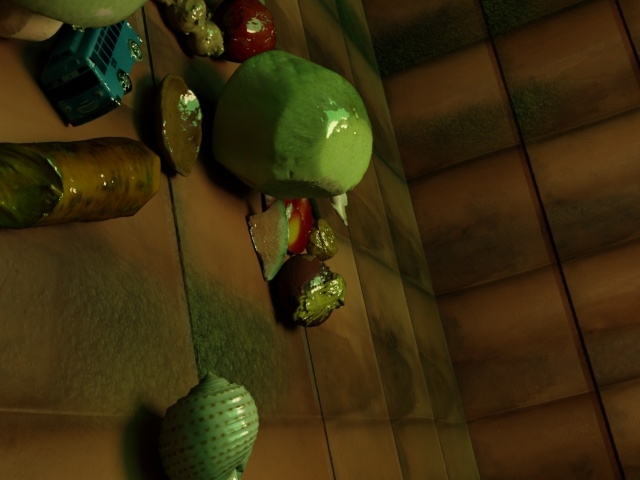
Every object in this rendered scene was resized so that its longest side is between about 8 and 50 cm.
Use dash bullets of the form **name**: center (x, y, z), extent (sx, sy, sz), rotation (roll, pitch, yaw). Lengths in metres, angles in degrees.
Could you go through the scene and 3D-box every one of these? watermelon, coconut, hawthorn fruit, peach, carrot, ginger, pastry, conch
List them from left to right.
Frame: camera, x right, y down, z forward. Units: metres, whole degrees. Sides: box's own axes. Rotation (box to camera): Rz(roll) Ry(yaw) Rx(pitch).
- **coconut**: center (-0.372, -0.309, 1.024), extent (0.124, 0.110, 0.110), rotation (-30, 102, -67)
- **carrot**: center (-0.302, -0.077, 1.024), extent (0.302, 0.114, 0.114), rotation (-23, 96, -72)
- **ginger**: center (-0.259, -0.441, 1.547), extent (0.104, 0.080, 0.204), rotation (56, -1, 44)
- **conch**: center (-0.157, 0.281, 1.093), extent (0.172, 0.131, 0.200), rotation (121, -16, -79)
- **hawthorn fruit**: center (-0.177, -0.441, 1.706), extent (0.172, 0.148, 0.148), rotation (-40, 112, -54)
- **watermelon**: center (-0.104, 0.006, 1.654), extent (0.101, 0.080, 0.155), rotation (131, -55, -69)
- **coconut**: center (-0.065, -0.222, 1.589), extent (0.328, 0.328, 0.281), rotation (-65, 165, -65)
- **peach**: center (-0.056, -0.077, 1.837), extent (0.279, 0.068, 0.189), rotation (-77, 148, -58)
- **pastry**: center (0.000, 0.000, 1.953), extent (0.097, 0.057, 0.109), rotation (63, 17, -13)

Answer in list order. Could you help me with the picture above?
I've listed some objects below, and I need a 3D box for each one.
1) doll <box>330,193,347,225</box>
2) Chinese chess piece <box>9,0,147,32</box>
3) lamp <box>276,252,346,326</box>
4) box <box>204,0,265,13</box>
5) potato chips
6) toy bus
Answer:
- **doll**: center (0.000, -0.242, 2.029), extent (0.423, 0.161, 0.348), rotation (-96, 165, -48)
- **Chinese chess piece**: center (-0.339, -0.411, 0.953), extent (0.349, 0.146, 0.349), rotation (32, 28, -19)
- **lamp**: center (-0.016, 0.101, 1.672), extent (0.156, 0.134, 0.157), rotation (29, 44, -66)
- **box**: center (-0.210, -0.600, 1.833), extent (0.215, 0.086, 0.215), rotation (45, 32, -55)
- **potato chips**: center (-0.252, -0.200, 1.387), extent (0.150, 0.049, 0.202), rotation (55, 22, -52)
- **toy bus**: center (-0.327, -0.256, 1.152), extent (0.185, 0.090, 0.106), rotation (-90, 155, -48)
